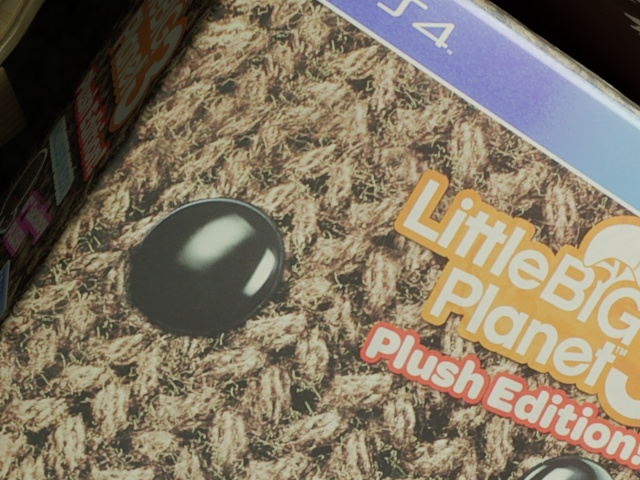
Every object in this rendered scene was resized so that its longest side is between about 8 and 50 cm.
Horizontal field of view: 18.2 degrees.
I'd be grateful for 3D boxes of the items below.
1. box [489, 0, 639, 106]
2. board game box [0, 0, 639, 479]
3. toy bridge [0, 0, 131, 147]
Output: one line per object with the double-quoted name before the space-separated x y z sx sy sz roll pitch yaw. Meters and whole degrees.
"box" 0.093 -0.154 0.716 0.143 0.191 0.381 -59 158 0
"board game box" -0.006 0.046 0.717 0.232 0.141 0.291 32 99 -17
"toy bridge" -0.069 -0.115 0.757 0.188 0.026 0.063 -41 138 -23
